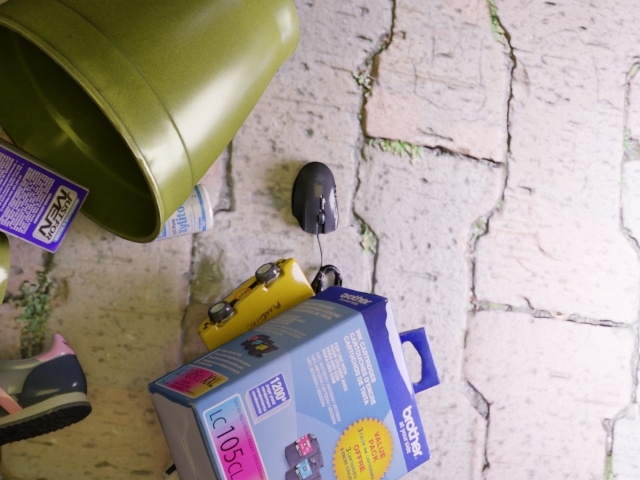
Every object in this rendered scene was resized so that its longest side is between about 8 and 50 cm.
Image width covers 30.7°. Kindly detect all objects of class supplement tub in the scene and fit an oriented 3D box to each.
[{"bbox_3d":[-0.216,-0.039,1.699,0.107,0.071,0.071,-14,92,-16],"label":"supplement tub"}]

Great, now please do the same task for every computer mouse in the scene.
[{"bbox_3d":[0.000,0.000,1.773,0.071,0.041,0.242,-6,90,-16],"label":"computer mouse"}]

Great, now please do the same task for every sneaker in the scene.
[{"bbox_3d":[-0.485,0.219,1.614,0.319,0.112,0.131,-11,67,-13],"label":"sneaker"}]

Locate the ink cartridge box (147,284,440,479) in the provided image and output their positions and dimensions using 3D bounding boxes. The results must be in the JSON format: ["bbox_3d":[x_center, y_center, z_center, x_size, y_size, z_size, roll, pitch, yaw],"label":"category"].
[{"bbox_3d":[-0.012,0.241,1.650,0.395,0.151,0.270,-27,111,-30],"label":"ink cartridge box"}]

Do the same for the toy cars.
[{"bbox_3d":[-0.129,0.207,1.706,0.176,0.087,0.394,15,88,-34],"label":"toy cars"}]

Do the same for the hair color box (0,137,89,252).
[{"bbox_3d":[-0.479,-0.109,1.477,0.110,0.185,0.339,-60,144,-3],"label":"hair color box"}]

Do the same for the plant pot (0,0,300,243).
[{"bbox_3d":[-0.226,-0.247,1.588,0.353,0.366,0.366,-44,99,-25],"label":"plant pot"}]

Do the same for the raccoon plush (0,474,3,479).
[{"bbox_3d":[-0.493,0.323,1.399,0.216,0.299,0.446,-5,113,-14],"label":"raccoon plush"}]

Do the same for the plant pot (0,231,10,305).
[{"bbox_3d":[-0.570,0.026,1.524,0.293,0.275,0.275,13,84,-31],"label":"plant pot"}]
